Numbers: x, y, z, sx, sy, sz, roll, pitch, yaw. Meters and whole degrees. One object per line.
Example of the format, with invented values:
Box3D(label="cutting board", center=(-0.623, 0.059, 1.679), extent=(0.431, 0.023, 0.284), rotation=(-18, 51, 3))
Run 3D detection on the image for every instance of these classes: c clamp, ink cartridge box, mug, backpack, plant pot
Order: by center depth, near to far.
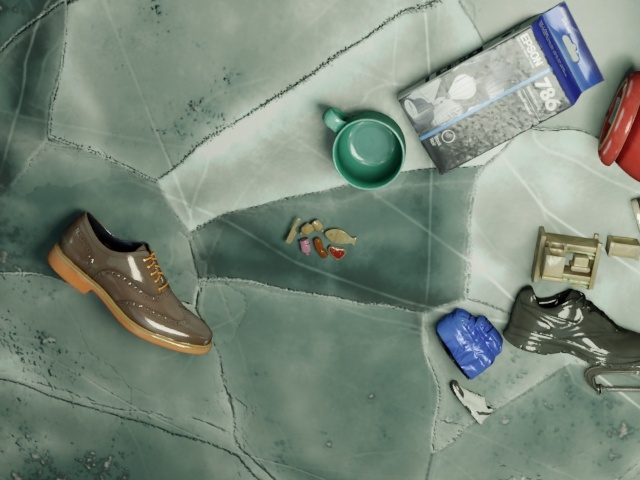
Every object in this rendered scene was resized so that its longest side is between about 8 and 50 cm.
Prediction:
Box3D(label="plant pot", center=(0.572, -0.181, 1.733), extent=(0.174, 0.191, 0.191), rotation=(19, 111, 7))
Box3D(label="ink cartridge box", center=(0.316, -0.264, 1.798), extent=(0.332, 0.065, 0.165), rotation=(-29, 104, 15))
Box3D(label="mug", center=(0.085, -0.178, 1.837), extent=(0.129, 0.097, 0.158), rotation=(-13, 107, 12))
Box3D(label="backpack", center=(0.282, 0.185, 1.951), extent=(0.101, 0.098, 0.120), rotation=(-40, 88, 9))
Box3D(label="c clamp", center=(0.587, 0.276, 1.961), extent=(0.160, 0.022, 0.137), rotation=(2, 144, 16))

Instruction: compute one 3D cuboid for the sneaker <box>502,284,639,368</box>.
Box3D(label="sneaker", center=(0.492, 0.159, 1.915), extent=(0.286, 0.109, 0.130), rotation=(10, 101, -1))

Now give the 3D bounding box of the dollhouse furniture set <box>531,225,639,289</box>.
Box3D(label="dollhouse furniture set", center=(0.481, 0.059, 1.843), extent=(0.181, 0.161, 0.101), rotation=(8, 111, 5))

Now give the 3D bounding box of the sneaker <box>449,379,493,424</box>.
Box3D(label="sneaker", center=(0.298, 0.312, 2.029), extent=(0.043, 0.040, 0.109), rotation=(-41, 105, 2))

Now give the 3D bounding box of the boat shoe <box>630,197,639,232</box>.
Box3D(label="boat shoe", center=(0.623, 0.013, 1.856), extent=(0.064, 0.075, 0.206), rotation=(-19, 102, 17))

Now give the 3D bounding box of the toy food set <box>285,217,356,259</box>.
Box3D(label="toy food set", center=(0.000, 0.000, 1.957), extent=(0.122, 0.019, 0.078), rotation=(23, 112, -10))

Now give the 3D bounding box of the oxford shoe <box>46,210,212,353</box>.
Box3D(label="oxford shoe", center=(-0.345, 0.086, 1.974), extent=(0.363, 0.130, 0.133), rotation=(35, 104, -7))
